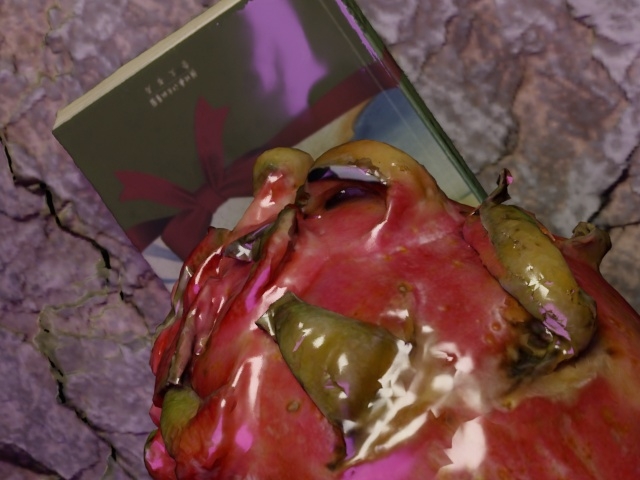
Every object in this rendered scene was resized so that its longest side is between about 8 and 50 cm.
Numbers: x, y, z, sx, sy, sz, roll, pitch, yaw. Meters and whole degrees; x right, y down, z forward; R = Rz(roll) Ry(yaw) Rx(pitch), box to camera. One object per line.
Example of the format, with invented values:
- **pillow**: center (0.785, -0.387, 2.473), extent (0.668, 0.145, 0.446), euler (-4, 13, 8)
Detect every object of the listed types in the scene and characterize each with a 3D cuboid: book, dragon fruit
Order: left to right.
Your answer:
- **book**: center (0.000, 0.000, 1.004), extent (0.201, 0.026, 0.289), euler (-31, 102, 25)
- **dragon fruit**: center (0.047, 0.080, 0.885), extent (0.269, 0.250, 0.291), euler (-41, 72, 8)
